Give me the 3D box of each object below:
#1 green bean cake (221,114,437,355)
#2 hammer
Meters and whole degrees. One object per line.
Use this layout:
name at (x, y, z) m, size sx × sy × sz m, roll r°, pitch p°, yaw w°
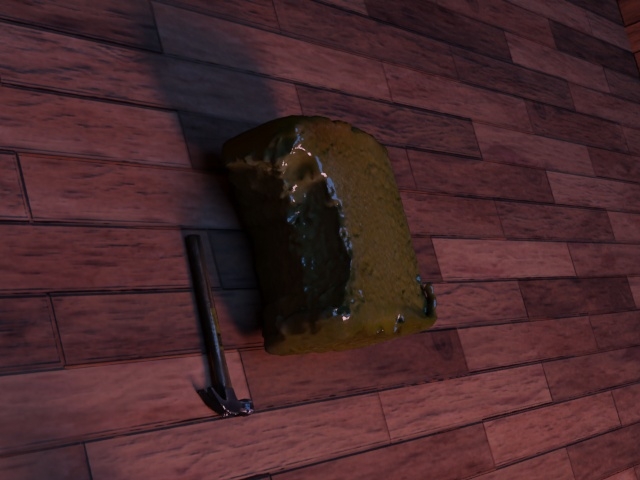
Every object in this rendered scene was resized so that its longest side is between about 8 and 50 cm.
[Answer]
green bean cake at (0.000, 0.000, 1.389) m, size 0.233 × 0.124 × 0.236 m, roll 6°, pitch 67°, yaw -59°
hammer at (-0.106, 0.080, 1.274) m, size 0.062 × 0.017 × 0.182 m, roll 10°, pitch 62°, yaw -57°
